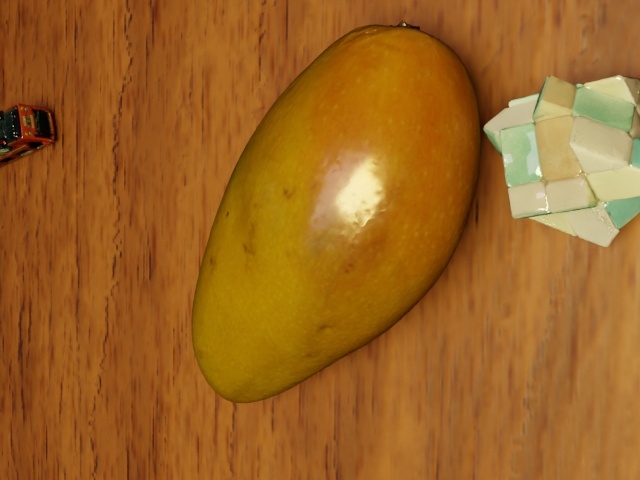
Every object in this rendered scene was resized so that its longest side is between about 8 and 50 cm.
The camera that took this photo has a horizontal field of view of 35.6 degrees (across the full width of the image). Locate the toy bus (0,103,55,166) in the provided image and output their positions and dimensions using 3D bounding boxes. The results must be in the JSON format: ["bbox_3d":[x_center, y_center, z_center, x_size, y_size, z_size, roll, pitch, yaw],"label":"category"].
[{"bbox_3d":[-0.248,-0.074,0.765,0.110,0.043,0.031,-16,80,36],"label":"toy bus"}]

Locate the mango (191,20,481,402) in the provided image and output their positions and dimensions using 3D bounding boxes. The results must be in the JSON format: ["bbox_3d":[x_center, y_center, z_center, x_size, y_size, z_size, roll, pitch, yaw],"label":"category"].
[{"bbox_3d":[0.000,0.000,0.548,0.253,0.113,0.138,-57,43,28],"label":"mango"}]

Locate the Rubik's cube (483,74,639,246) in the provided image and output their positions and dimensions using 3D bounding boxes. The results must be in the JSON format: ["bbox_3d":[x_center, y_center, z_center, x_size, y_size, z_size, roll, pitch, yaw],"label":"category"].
[{"bbox_3d":[0.127,-0.040,0.484,0.075,0.073,0.084,-31,73,33],"label":"Rubik's cube"}]
